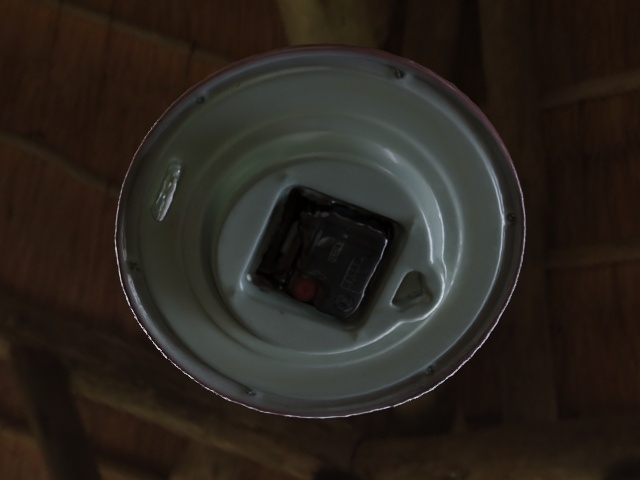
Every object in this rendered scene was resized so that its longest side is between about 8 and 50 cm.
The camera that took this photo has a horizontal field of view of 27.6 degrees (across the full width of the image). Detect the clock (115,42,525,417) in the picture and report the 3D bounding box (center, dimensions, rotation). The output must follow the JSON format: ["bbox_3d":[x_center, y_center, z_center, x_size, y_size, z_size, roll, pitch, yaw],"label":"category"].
[{"bbox_3d":[0.000,0.000,0.772,0.244,0.056,0.244,-2,-64,-4],"label":"clock"}]
